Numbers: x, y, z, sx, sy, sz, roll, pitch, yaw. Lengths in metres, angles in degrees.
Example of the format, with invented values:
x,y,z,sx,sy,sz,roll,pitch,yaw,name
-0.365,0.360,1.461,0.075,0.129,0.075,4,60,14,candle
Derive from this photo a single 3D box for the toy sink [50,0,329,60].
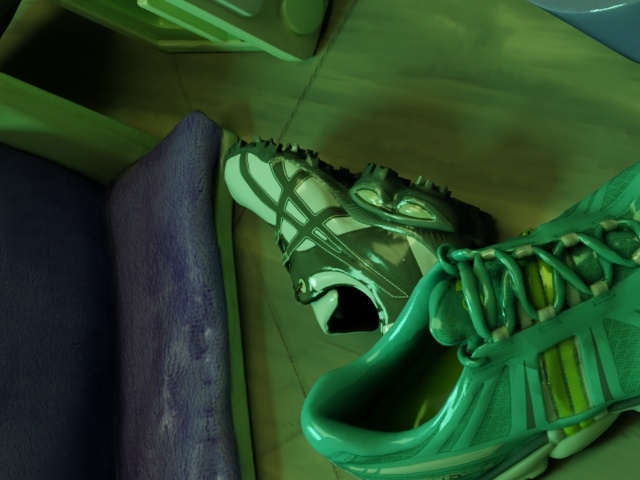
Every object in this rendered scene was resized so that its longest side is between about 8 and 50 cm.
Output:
x,y,z,sx,sy,sz,roll,pitch,yaw,name
-0.075,-0.195,0.999,0.234,0.153,0.131,7,79,49,toy sink

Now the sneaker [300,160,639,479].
x,y,z,sx,sy,sz,roll,pitch,yaw,name
0.104,0.035,0.723,0.275,0.110,0.107,-42,46,28,sneaker

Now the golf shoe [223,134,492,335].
x,y,z,sx,sy,sz,roll,pitch,yaw,name
0.000,0.000,0.885,0.198,0.077,0.094,18,88,52,golf shoe

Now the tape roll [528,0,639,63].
x,y,z,sx,sy,sz,roll,pitch,yaw,name
0.172,-0.181,0.767,0.189,0.080,0.189,-22,58,41,tape roll

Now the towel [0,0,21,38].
x,y,z,sx,sy,sz,roll,pitch,yaw,name
-0.301,-0.070,1.146,0.312,0.056,0.324,-46,12,41,towel

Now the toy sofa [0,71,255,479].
x,y,z,sx,sy,sz,roll,pitch,yaw,name
-0.150,0.078,0.963,0.177,0.150,0.362,-32,51,38,toy sofa
